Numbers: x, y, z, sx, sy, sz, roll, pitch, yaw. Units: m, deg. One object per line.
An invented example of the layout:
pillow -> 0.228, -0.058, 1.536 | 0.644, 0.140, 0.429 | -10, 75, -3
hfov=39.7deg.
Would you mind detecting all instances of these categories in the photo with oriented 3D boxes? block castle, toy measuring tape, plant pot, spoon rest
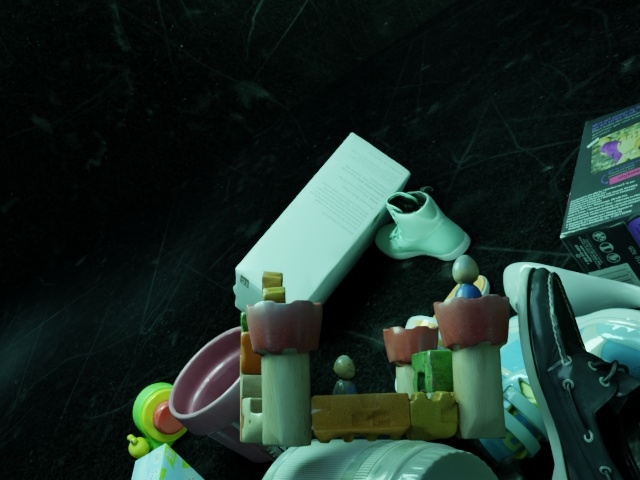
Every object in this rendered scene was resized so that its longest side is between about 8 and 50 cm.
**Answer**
block castle -> 0.046, 0.149, 1.152 | 0.302, 0.213, 0.453 | -1, -10, -5
toy measuring tape -> -0.280, 0.301, 1.811 | 0.330, 0.121, 0.121 | -49, 25, -19
plant pot -> -0.132, 0.282, 1.543 | 0.201, 0.180, 0.201 | -32, 25, 17
spoon rest -> 0.371, 0.093, 1.224 | 0.276, 0.137, 0.084 | 18, 60, 48

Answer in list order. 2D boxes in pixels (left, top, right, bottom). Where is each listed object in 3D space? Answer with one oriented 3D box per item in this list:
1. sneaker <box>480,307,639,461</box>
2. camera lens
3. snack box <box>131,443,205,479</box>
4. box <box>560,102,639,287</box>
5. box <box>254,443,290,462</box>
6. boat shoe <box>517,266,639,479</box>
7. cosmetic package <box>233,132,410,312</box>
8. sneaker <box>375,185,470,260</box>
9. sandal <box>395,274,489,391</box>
sneaker -> 0.313, 0.197, 1.117 | 0.208, 0.127, 0.319 | -50, 16, -25
camera lens -> 0.064, 0.355, 1.082 | 0.274, 0.219, 0.219 | -13, 36, 46
snack box -> -0.203, 0.441, 1.341 | 0.070, 0.207, 0.174 | -34, 25, 15
box -> 0.463, -0.058, 1.278 | 0.143, 0.165, 0.270 | -19, 31, 39
box -> -0.059, 0.324, 1.417 | 0.027, 0.137, 0.094 | -34, 25, 15
boat shoe -> 0.304, 0.185, 0.976 | 0.113, 0.127, 0.340 | -17, 72, 30
cosmetic package -> 0.000, 0.000, 1.769 | 0.385, 0.156, 0.217 | -52, -10, -20
sneaker -> 0.163, -0.042, 1.708 | 0.094, 0.151, 0.256 | -51, 25, -20
sandal -> 0.185, 0.139, 1.455 | 0.102, 0.076, 0.265 | -8, 39, 51
